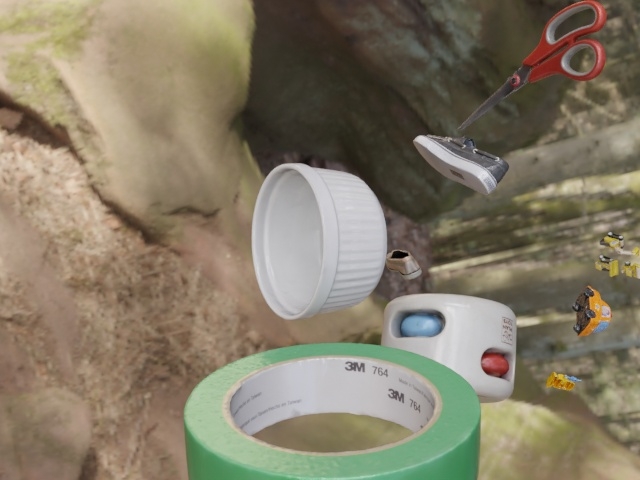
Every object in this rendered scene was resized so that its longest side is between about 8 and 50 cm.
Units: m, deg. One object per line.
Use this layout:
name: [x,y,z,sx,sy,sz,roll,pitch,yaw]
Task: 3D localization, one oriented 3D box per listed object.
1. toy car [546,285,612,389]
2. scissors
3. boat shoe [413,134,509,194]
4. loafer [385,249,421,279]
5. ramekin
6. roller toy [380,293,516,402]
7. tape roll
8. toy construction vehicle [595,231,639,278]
toy car: [0.303,0.116,1.176,0.040,0.122,0.060,16,30,-7]
scissors: [0.293,-0.246,1.443,0.021,0.297,0.109,-3,80,-35]
boat shoe: [0.265,-0.159,1.885,0.076,0.228,0.080,-43,125,-8]
loafer: [0.136,0.031,1.680,0.125,0.045,0.039,-137,-156,-72]
ramekin: [0.000,0.000,1.348,0.109,0.207,0.207,-2,77,-30]
roller toy: [0.184,0.150,1.439,0.191,0.209,0.146,119,-23,-76]
tape roll: [0.013,0.208,1.104,0.321,0.321,0.077,-32,126,-57]
toy construction vehicle: [0.555,0.035,1.892,0.035,0.098,0.086,-29,125,-29]
